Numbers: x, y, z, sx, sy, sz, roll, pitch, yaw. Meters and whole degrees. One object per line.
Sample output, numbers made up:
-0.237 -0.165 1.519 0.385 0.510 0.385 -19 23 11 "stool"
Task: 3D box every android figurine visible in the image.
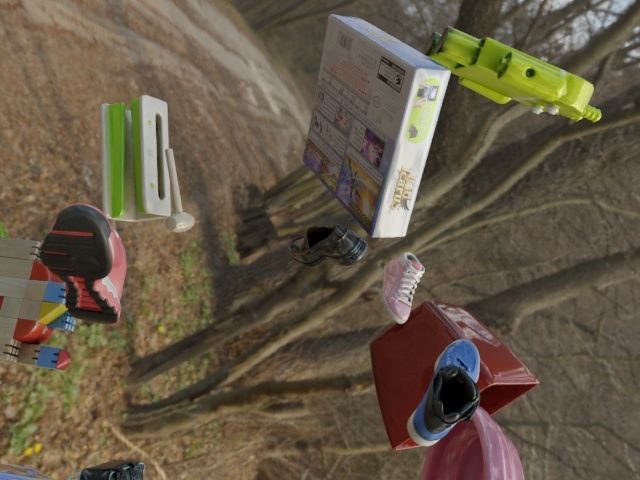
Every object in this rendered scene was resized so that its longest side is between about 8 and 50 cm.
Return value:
0.293 -0.244 1.074 0.273 0.056 0.248 22 8 -10 "android figurine"

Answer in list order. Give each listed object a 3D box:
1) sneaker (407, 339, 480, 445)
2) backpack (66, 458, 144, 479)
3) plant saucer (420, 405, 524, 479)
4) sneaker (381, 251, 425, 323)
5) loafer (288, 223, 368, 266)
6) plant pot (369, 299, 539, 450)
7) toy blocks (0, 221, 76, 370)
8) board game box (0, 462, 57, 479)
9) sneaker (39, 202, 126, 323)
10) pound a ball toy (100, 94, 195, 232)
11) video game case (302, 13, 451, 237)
0.157 0.160 0.810 0.058 0.152 0.084 39 -38 6 "sneaker"
-0.472 0.583 1.546 0.166 0.144 0.188 28 58 -76 "backpack"
0.251 0.444 1.191 0.332 0.084 0.332 -168 -90 -83 "plant saucer"
0.144 0.074 1.216 0.051 0.070 0.134 31 37 -25 "sneaker"
0.000 0.000 1.081 0.170 0.062 0.061 -7 -48 52 "loafer"
0.263 0.280 1.550 0.267 0.267 0.235 14 41 -52 "plant pot"
-0.701 0.149 1.698 0.190 0.261 0.381 77 20 -72 "toy blocks"
-0.833 0.582 1.721 0.347 0.233 0.078 27 69 -37 "board game box"
-0.396 0.017 1.221 0.314 0.116 0.136 106 -8 -53 "sneaker"
-0.381 -0.166 1.637 0.136 0.208 0.319 8 77 -66 "pound a ball toy"
0.067 -0.174 1.039 0.269 0.061 0.244 -128 -136 -51 "video game case"
